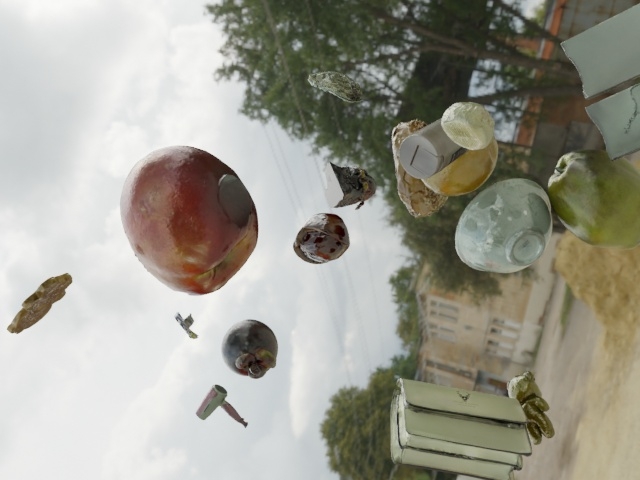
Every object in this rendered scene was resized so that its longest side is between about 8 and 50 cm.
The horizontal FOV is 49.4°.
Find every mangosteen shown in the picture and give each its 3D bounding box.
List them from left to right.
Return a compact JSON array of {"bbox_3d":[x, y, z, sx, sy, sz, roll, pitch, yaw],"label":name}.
[{"bbox_3d":[-0.268,0.429,2.667,0.265,0.228,0.228,-116,28,-58],"label":"mangosteen"}]

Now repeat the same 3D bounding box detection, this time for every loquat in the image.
[{"bbox_3d":[0.382,-0.233,1.978,0.244,0.244,0.244,14,-90,-73],"label":"loquat"}]

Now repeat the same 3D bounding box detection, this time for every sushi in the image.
[{"bbox_3d":[0.110,-0.187,2.419,0.172,0.150,0.153,104,148,-58],"label":"sushi"}]

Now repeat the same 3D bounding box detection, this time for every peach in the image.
[{"bbox_3d":[-0.332,-0.067,1.860,0.335,0.310,0.406,-11,-105,-52],"label":"peach"}]

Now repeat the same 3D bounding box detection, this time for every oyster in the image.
[{"bbox_3d":[0.054,-0.485,2.207,0.125,0.177,0.064,-18,-40,-44],"label":"oyster"}]

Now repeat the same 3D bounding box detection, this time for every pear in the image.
[{"bbox_3d":[0.793,-0.116,1.958,0.269,0.321,0.269,-52,1,1],"label":"pear"}]

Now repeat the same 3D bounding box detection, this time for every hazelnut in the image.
[{"bbox_3d":[0.008,0.002,2.270,0.201,0.170,0.160,-64,-2,35],"label":"hazelnut"}]

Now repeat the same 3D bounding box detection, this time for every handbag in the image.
[{"bbox_3d":[0.388,0.520,1.958,0.237,0.358,0.160,-85,7,-58],"label":"handbag"}]

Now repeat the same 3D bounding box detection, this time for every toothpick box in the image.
[{"bbox_3d":[0.279,-0.227,1.671,0.181,0.111,0.111,-33,-43,-43],"label":"toothpick box"}]

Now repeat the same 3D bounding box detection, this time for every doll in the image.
[{"bbox_3d":[0.631,0.498,2.069,0.137,0.097,0.209,-50,46,46],"label":"doll"}]

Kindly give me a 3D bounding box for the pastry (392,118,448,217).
[{"bbox_3d":[0.332,-0.232,2.204,0.255,0.162,0.311,5,-106,-64],"label":"pastry"}]

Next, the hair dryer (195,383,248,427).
[{"bbox_3d":[-0.279,0.507,2.052,0.106,0.154,0.054,-57,3,4],"label":"hair dryer"}]

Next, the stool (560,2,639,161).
[{"bbox_3d":[0.670,-0.334,1.412,0.243,0.270,0.170,39,-146,-48],"label":"stool"}]

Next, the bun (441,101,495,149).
[{"bbox_3d":[0.303,-0.238,1.411,0.069,0.115,0.115,-52,-23,-13],"label":"bun"}]

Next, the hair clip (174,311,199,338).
[{"bbox_3d":[-0.465,0.294,2.433,0.049,0.116,0.172,-33,-4,-18],"label":"hair clip"}]

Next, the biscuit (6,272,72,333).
[{"bbox_3d":[-0.799,0.178,1.975,0.225,0.036,0.166,-48,-7,19],"label":"biscuit"}]

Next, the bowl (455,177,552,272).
[{"bbox_3d":[0.562,-0.009,2.004,0.146,0.313,0.313,-122,31,-54],"label":"bowl"}]
